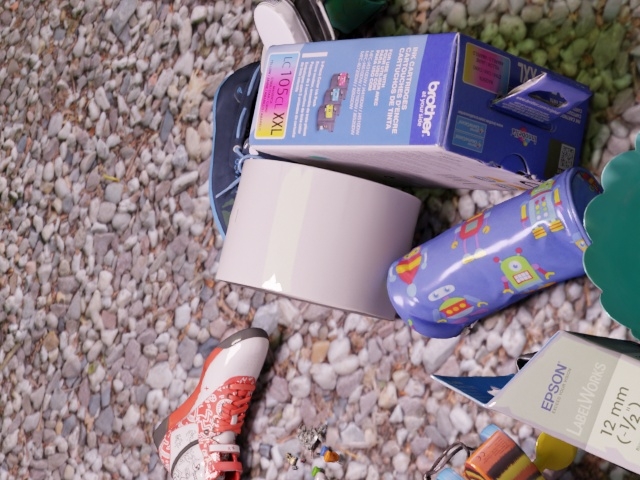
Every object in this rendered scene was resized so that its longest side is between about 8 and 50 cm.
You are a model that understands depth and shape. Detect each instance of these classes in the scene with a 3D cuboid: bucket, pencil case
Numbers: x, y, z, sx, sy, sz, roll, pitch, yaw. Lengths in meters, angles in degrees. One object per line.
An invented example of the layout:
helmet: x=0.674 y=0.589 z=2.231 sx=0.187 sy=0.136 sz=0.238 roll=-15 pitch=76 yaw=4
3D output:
bucket: x=0.445 y=0.008 z=1.616 sx=0.281 sy=0.183 sz=0.281 roll=-15 pitch=67 yaw=41
pencil case: x=0.227 y=0.026 z=1.867 sx=0.306 sy=0.133 sz=0.119 roll=-29 pitch=17 yaw=35

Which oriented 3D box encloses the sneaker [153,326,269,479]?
sneaker: x=-0.134 y=0.261 z=2.172 sx=0.270 sy=0.090 sz=0.145 roll=-51 pitch=49 yaw=25

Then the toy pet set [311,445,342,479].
toy pet set: x=0.018 y=0.355 z=2.032 sx=0.114 sy=0.065 sz=0.122 roll=-151 pitch=83 yaw=-80

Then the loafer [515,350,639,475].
loafer: x=0.313 y=0.201 z=1.760 sx=0.223 sy=0.078 sz=0.076 roll=40 pitch=107 yaw=43

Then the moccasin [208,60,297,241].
moccasin: x=-0.096 y=-0.121 z=2.210 sx=0.117 sy=0.138 sz=0.342 roll=-34 pitch=57 yaw=41

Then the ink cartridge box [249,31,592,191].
ink cartridge box: x=0.147 y=-0.155 z=1.891 sx=0.395 sy=0.270 sz=0.151 roll=6 pitch=85 yaw=45

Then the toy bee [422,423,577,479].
toy bee: x=0.228 y=0.294 z=1.760 sx=0.162 sy=0.298 sz=0.195 roll=45 pitch=101 yaw=5

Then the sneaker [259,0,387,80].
sneaker: x=0.014 y=-0.302 z=2.179 sx=0.178 sy=0.124 sz=0.295 roll=-18 pitch=64 yaw=50

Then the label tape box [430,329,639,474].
label tape box: x=0.325 y=0.166 z=1.574 sx=0.348 sy=0.249 sz=0.115 roll=24 pitch=95 yaw=28

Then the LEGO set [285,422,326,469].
LEGO set: x=-0.024 y=0.285 z=2.101 sx=0.054 sy=0.023 sz=0.083 roll=37 pitch=104 yaw=44

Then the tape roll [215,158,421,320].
tape roll: x=0.000 y=0.000 z=2.008 sx=0.246 sy=0.246 sz=0.169 roll=10 pitch=85 yaw=45

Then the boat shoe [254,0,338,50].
boat shoe: x=0.008 y=-0.218 z=2.098 sx=0.102 sy=0.301 sz=0.108 roll=-36 pitch=26 yaw=-25
